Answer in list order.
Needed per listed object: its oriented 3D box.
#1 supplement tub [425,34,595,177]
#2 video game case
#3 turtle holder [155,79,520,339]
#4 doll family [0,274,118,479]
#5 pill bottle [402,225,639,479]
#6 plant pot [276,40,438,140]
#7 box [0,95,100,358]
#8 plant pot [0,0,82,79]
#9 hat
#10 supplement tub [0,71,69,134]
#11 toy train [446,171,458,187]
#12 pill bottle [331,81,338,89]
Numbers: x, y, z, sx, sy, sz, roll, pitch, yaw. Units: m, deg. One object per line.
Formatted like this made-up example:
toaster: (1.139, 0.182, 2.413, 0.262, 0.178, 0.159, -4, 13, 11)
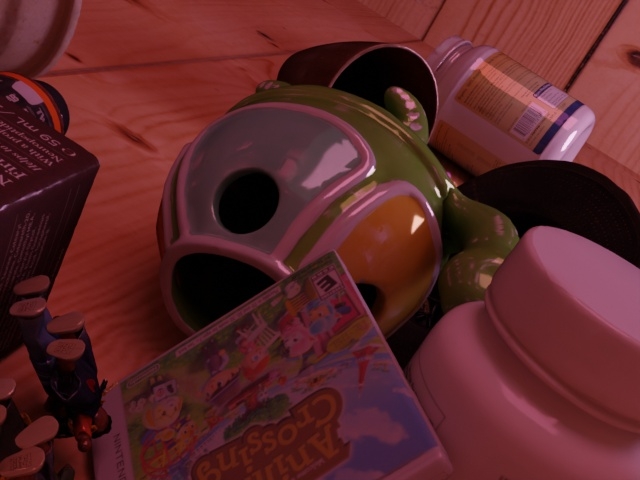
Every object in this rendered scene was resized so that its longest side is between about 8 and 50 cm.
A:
supplement tub: (0.338, -0.234, 1.561, 0.316, 0.228, 0.228, 38, 26, 17)
video game case: (-0.048, 0.119, 0.505, 0.023, 0.212, 0.193, 55, 5, -40)
turtle holder: (0.004, 0.013, 0.711, 0.320, 0.243, 0.227, 34, 40, 5)
doll family: (-0.166, 0.111, 0.497, 0.076, 0.111, 0.193, -4, 39, 6)
pill bottle: (0.113, 0.142, 0.521, 0.160, 0.283, 0.160, 24, 25, -12)
plant pot: (0.030, -0.225, 1.268, 0.215, 0.215, 0.230, 10, 17, -36)
box: (-0.280, -0.001, 0.503, 0.168, 0.167, 0.203, 31, 24, 3)
plant pot: (-0.449, -0.289, 0.750, 0.334, 0.333, 0.305, 39, 38, 20)
hat: (0.190, 0.063, 0.872, 0.134, 0.331, 0.331, 61, 5, -34)
supplement tub: (-0.305, -0.095, 0.733, 0.106, 0.106, 0.198, 29, 25, -2)
toy train: (0.173, -0.091, 1.331, 0.125, 0.046, 0.166, 15, 25, -27)
pill bottle: (0.065, -0.267, 1.474, 0.103, 0.103, 0.184, 36, 25, 14)
